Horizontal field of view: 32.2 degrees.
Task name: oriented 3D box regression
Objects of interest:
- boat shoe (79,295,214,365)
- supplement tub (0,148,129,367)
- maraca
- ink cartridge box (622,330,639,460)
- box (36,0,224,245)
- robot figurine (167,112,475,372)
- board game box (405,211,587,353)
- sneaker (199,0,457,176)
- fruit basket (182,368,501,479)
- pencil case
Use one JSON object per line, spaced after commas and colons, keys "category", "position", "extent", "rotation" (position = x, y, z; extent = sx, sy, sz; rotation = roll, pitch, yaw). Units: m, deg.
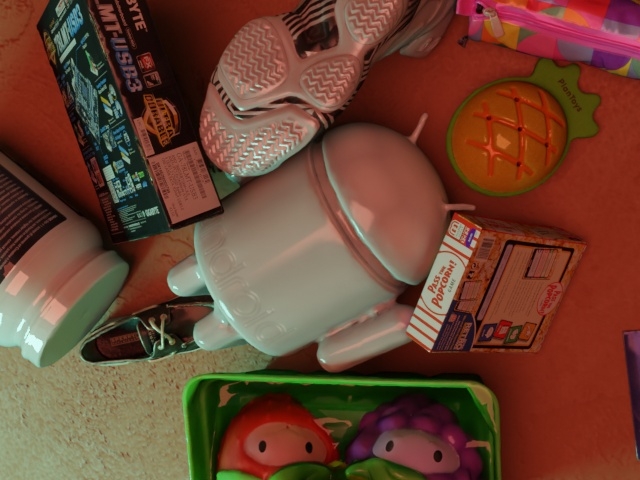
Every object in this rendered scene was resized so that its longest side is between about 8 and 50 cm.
{"category": "boat shoe", "position": [-0.202, 0.118, 1.405], "extent": [0.219, 0.070, 0.078], "rotation": [-19, 95, 18]}
{"category": "supplement tub", "position": [-0.395, 0.009, 1.376], "extent": [0.272, 0.191, 0.191], "rotation": [39, 108, 6]}
{"category": "maraca", "position": [0.225, -0.126, 1.231], "extent": [0.185, 0.099, 0.127], "rotation": [-34, 92, -7]}
{"category": "ink cartridge box", "position": [0.510, 0.170, 1.222], "extent": [0.332, 0.065, 0.165], "rotation": [-8, 99, 18]}
{"category": "box", "position": [-0.228, -0.148, 1.261], "extent": [0.073, 0.295, 0.293], "rotation": [-20, 94, -22]}
{"category": "robot figurine", "position": [0.000, 0.000, 1.258], "extent": [0.353, 0.200, 0.300], "rotation": [-32, 82, 18]}
{"category": "board game box", "position": [0.197, 0.052, 1.223], "extent": [0.045, 0.193, 0.147], "rotation": [36, 110, 43]}
{"category": "sneaker", "position": [0.030, -0.211, 1.189], "extent": [0.137, 0.210, 0.366], "rotation": [41, 99, 14]}
{"category": "fruit basket", "position": [0.017, 0.293, 1.225], "extent": [0.392, 0.392, 0.283], "rotation": [-1, 100, 16]}
{"category": "pencil case", "position": [0.269, -0.234, 1.195], "extent": [0.236, 0.104, 0.104], "rotation": [16, 104, 11]}
